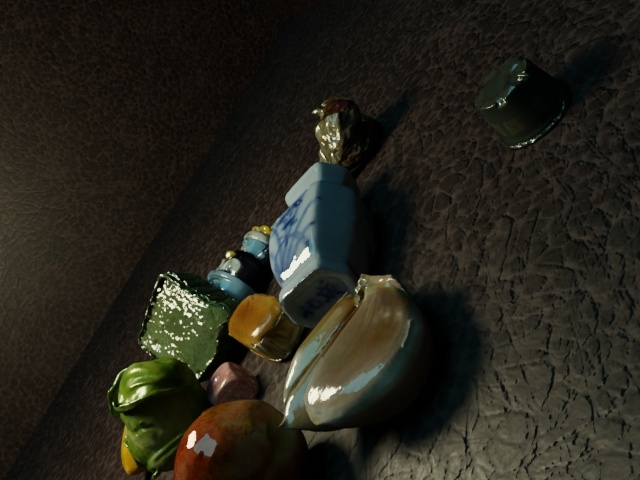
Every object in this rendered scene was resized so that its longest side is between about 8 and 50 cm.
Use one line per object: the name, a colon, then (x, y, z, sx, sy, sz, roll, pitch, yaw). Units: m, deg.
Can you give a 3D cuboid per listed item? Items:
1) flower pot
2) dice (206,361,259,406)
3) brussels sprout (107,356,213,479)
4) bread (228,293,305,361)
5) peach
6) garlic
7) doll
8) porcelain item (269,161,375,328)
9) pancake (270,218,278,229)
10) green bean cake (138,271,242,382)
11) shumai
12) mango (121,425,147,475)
flower pot: (0.359, -0.258, 1.182, 0.157, 0.107, 0.157, -44, 26, 28)
dice: (-0.204, 0.345, 1.501, 0.094, 0.091, 0.093, -55, 22, 3)
brussels sprout: (-0.364, 0.403, 1.510, 0.227, 0.259, 0.294, -22, -11, -3)
bread: (-0.134, 0.200, 1.546, 0.136, 0.107, 0.241, -58, 22, -14)
peach: (-0.151, 0.402, 1.130, 0.257, 0.232, 0.232, -44, 24, 19)
garlic: (0.072, 0.199, 1.089, 0.279, 0.132, 0.325, -13, 44, 60)
doll: (-0.233, 0.095, 1.851, 0.177, 0.141, 0.314, -5, 50, 51)
porcelain item: (0.000, 0.000, 1.453, 0.242, 0.178, 0.405, -44, 24, 28)
pancake: (-0.142, -0.026, 1.997, 0.108, 0.017, 0.108, -40, 30, 29)
green bean cake: (-0.341, 0.228, 1.725, 0.255, 0.132, 0.241, 25, 100, 27)
shumai: (0.039, -0.278, 1.752, 0.218, 0.185, 0.184, -53, 22, 7)
mango: (-0.472, 0.515, 1.771, 0.154, 0.126, 0.252, -16, 50, 41)
